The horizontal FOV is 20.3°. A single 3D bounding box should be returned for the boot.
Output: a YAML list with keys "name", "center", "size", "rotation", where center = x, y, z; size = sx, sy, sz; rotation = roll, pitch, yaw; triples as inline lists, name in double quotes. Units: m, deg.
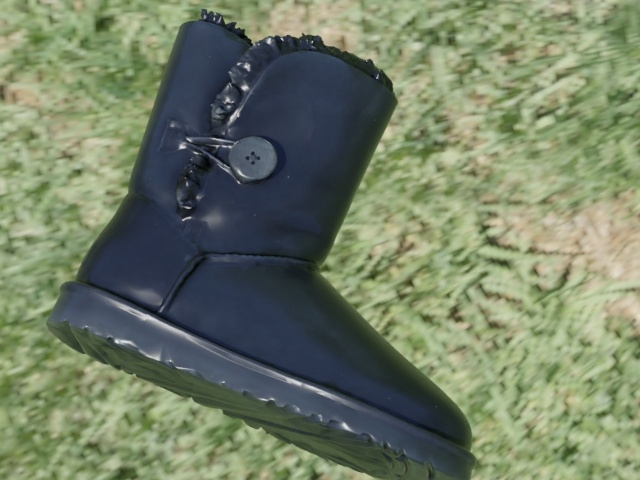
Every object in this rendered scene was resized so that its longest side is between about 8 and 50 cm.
- name: "boot"
  center: [0.000, 0.000, 0.959]
  size: [0.246, 0.094, 0.207]
  rotation: [22, 74, 10]
